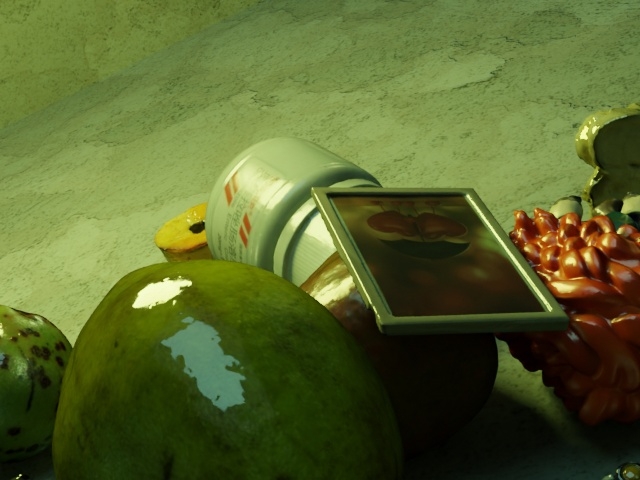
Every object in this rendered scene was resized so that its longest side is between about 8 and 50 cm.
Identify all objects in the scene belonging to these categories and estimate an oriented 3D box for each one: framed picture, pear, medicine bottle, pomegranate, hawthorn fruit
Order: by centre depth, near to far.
[{"bbox_3d":[-0.089,0.203,1.185,0.352,0.352,0.413,-28,50,-16],"label":"pear"},{"bbox_3d":[0.124,0.016,1.347,0.211,0.020,0.289,-1,32,-16],"label":"framed picture"},{"bbox_3d":[0.053,0.147,1.432,0.301,0.267,0.268,-39,30,-4],"label":"hawthorn fruit"},{"bbox_3d":[-0.468,0.234,1.668,0.242,0.242,0.305,0,53,33],"label":"pomegranate"},{"bbox_3d":[0.000,0.000,1.746,0.245,0.245,0.306,-32,37,-22],"label":"medicine bottle"}]

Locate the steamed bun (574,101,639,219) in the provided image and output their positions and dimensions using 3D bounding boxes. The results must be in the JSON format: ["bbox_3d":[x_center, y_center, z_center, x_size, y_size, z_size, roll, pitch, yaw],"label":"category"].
[{"bbox_3d":[0.467,-0.122,1.747,0.192,0.177,0.106,-11,25,5],"label":"steamed bun"}]

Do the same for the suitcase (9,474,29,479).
[{"bbox_3d":[-0.367,0.408,1.140,0.335,0.229,0.152,-33,5,13],"label":"suitcase"}]

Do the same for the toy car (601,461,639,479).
[{"bbox_3d":[0.344,0.288,1.173,0.139,0.112,0.112,-4,45,8],"label":"toy car"}]

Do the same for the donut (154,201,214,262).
[{"bbox_3d":[-0.187,-0.006,2.062,0.190,0.074,0.174,-16,29,15],"label":"donut"}]

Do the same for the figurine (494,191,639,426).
[{"bbox_3d":[0.364,0.061,1.463,0.306,0.241,0.412,29,29,21],"label":"figurine"}]
